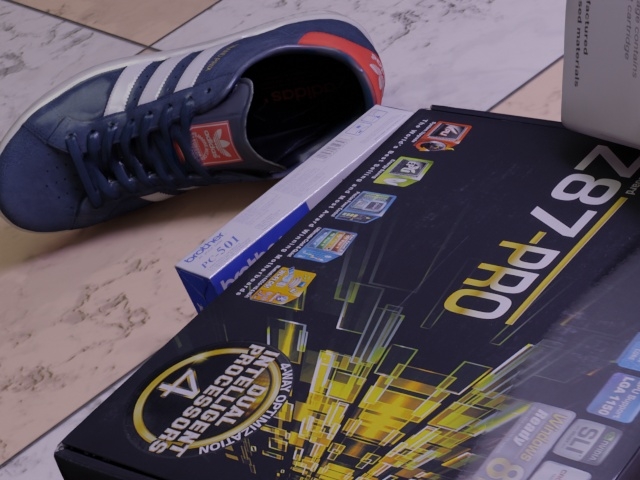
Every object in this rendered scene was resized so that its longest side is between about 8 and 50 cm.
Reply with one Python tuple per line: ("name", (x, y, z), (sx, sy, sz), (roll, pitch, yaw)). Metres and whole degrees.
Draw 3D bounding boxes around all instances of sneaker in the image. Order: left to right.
("sneaker", (-0.109, -0.089, 1.364), (0.350, 0.131, 0.148), (-24, 25, -2))

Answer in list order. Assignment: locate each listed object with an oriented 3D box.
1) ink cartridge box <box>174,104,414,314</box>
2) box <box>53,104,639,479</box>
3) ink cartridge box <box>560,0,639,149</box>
("ink cartridge box", (0.000, 0.000, 1.180), (0.207, 0.097, 0.046), (-39, 33, -26))
("box", (0.090, 0.070, 0.968), (0.318, 0.097, 0.395), (14, 42, 38))
("ink cartridge box", (0.350, -0.116, 0.890), (0.285, 0.166, 0.395), (-4, 13, -20))
